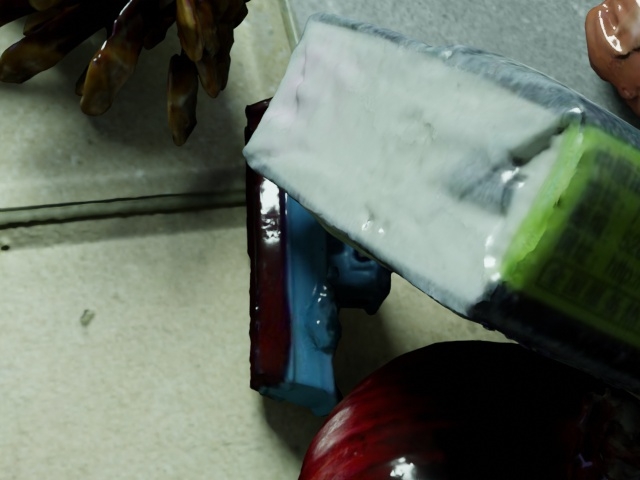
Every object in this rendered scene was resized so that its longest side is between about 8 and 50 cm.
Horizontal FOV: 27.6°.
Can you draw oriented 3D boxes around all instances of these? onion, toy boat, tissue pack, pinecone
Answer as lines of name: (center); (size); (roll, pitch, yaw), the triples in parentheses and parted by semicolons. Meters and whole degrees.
onion: (0.128, 0.154, 0.728); (0.273, 0.285, 0.273); (15, 41, -14)
toy boat: (0.000, 0.000, 0.837); (0.097, 0.100, 0.223); (2, 68, -10)
tissue pack: (0.182, 0.018, 0.735); (0.394, 0.288, 0.124); (24, 96, -30)
pinecone: (-0.141, -0.179, 0.812); (0.201, 0.202, 0.229); (7, 50, -18)

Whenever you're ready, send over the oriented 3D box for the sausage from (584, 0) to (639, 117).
sausage: (0.329, -0.118, 0.986); (0.279, 0.152, 0.152); (32, 60, -6)
